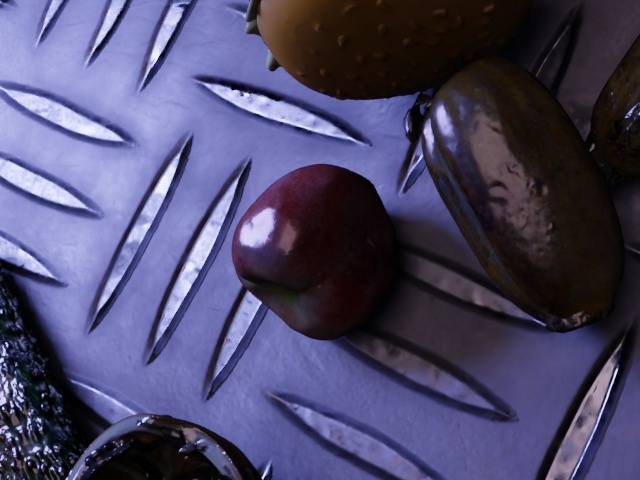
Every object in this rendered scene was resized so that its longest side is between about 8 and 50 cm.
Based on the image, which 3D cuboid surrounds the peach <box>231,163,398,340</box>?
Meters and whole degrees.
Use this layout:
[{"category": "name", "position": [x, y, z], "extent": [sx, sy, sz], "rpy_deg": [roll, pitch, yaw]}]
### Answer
[{"category": "peach", "position": [0.000, 0.000, 1.109], "extent": [0.152, 0.152, 0.152], "rpy_deg": [-8, 73, 25]}]

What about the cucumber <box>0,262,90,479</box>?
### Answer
[{"category": "cucumber", "position": [-0.323, 0.119, 1.263], "extent": [0.096, 0.096, 0.359], "rpy_deg": [-39, 61, 12]}]

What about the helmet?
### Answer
[{"category": "helmet", "position": [-0.119, 0.258, 1.098], "extent": [0.198, 0.130, 0.224], "rpy_deg": [-47, 71, 10]}]

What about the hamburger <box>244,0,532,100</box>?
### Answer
[{"category": "hamburger", "position": [0.059, -0.236, 1.066], "extent": [0.274, 0.274, 0.212], "rpy_deg": [-23, 65, 20]}]

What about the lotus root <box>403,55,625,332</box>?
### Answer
[{"category": "lotus root", "position": [0.169, -0.041, 1.023], "extent": [0.123, 0.124, 0.241], "rpy_deg": [-28, 82, -6]}]

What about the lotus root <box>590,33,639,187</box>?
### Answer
[{"category": "lotus root", "position": [0.284, -0.123, 1.021], "extent": [0.179, 0.080, 0.089], "rpy_deg": [-58, 39, 14]}]
